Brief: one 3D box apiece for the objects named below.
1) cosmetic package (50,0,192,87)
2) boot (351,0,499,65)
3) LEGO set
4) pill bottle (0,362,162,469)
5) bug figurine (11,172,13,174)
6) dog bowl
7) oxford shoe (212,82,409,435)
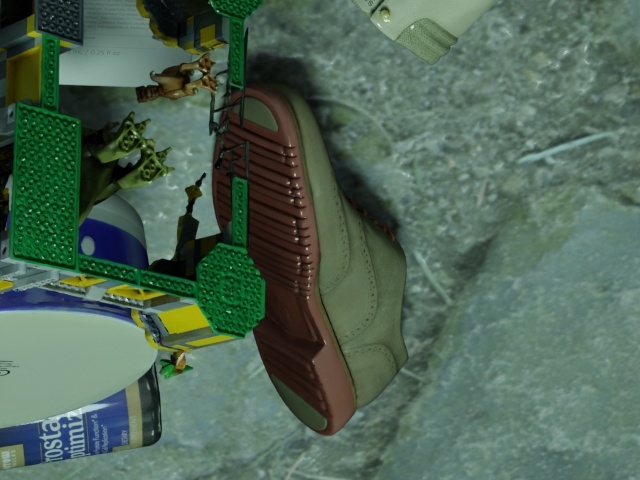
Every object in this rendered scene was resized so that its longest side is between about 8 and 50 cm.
[{"bbox_3d":[-0.258,-0.252,1.182,0.377,0.097,0.284,1,129,-19],"label":"cosmetic package"},{"bbox_3d":[0.083,-0.239,1.318,0.165,0.077,0.213,-37,131,14],"label":"boot"},{"bbox_3d":[-0.176,-0.068,1.137,0.192,0.331,0.255,-14,168,42],"label":"LEGO set"},{"bbox_3d":[-0.251,0.130,1.461,0.219,0.123,0.123,-9,128,-12],"label":"pill bottle"},{"bbox_3d":[-0.354,-0.027,1.274,0.279,0.072,0.216,-32,145,32],"label":"bug figurine"},{"bbox_3d":[-0.255,0.054,1.280,0.265,0.104,0.265,-10,158,-4],"label":"dog bowl"},{"bbox_3d":[0.000,0.000,1.473,0.130,0.123,0.348,-33,133,-27],"label":"oxford shoe"}]
